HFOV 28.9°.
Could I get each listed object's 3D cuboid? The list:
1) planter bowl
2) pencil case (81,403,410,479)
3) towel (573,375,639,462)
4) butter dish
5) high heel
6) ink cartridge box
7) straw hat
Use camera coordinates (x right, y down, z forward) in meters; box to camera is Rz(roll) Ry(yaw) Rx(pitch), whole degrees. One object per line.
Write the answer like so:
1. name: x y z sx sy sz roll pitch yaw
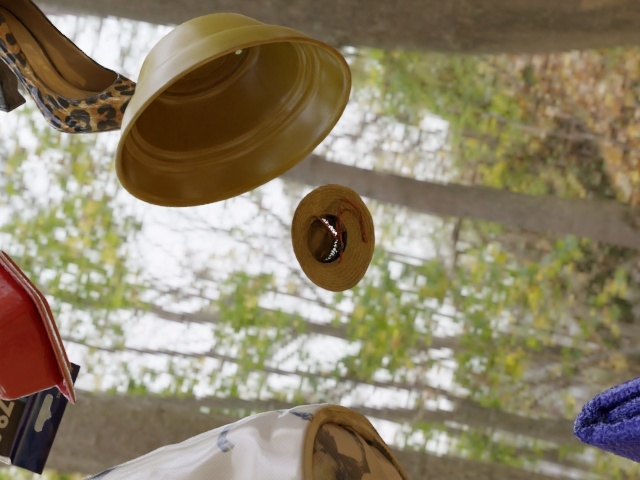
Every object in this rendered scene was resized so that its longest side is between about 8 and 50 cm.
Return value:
1. planter bowl: -0.089 -0.129 1.068 0.090 0.217 0.217 62 172 25
2. pencil case: -0.122 0.243 0.831 0.160 0.410 0.184 41 -149 -52
3. towel: 0.452 0.215 1.338 0.227 0.308 0.076 -34 44 41
4. butter dish: -0.337 0.097 1.257 0.118 0.160 0.160 -30 -44 -22
5. high heel: -0.300 -0.224 1.443 0.093 0.261 0.186 -51 -35 -48
6. ink cartridge box: -0.472 0.173 1.602 0.065 0.332 0.165 -18 51 57
7. straw hat: 0.000 0.000 1.588 0.144 0.061 0.145 8 -103 -40
